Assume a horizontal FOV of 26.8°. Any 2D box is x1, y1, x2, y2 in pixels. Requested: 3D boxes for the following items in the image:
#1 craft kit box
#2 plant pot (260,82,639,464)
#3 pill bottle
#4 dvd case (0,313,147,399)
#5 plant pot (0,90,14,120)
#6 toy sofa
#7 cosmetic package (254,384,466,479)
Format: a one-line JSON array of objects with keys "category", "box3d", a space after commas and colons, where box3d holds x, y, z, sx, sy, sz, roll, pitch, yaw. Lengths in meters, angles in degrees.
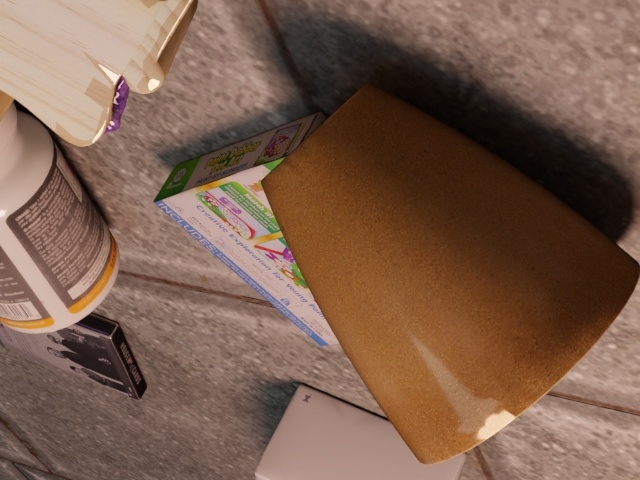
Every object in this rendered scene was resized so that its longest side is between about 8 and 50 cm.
[{"category": "craft kit box", "box3d": [0.000, 0.000, 1.284, 0.250, 0.061, 0.246, 42, 152, -24]}, {"category": "plant pot", "box3d": [0.082, 0.005, 1.072, 0.254, 0.237, 0.237, 48, 150, -4]}, {"category": "pill bottle", "box3d": [-0.331, -0.038, 1.405, 0.162, 0.162, 0.278, 13, 147, 27]}, {"category": "dvd case", "box3d": [-0.365, 0.132, 1.856, 0.238, 0.029, 0.179, 19, 151, 19]}, {"category": "plant pot", "box3d": [-0.395, -0.169, 1.188, 0.207, 0.227, 0.228, 6, 145, 26]}, {"category": "toy sofa", "box3d": [-0.247, -0.237, 0.915, 0.362, 0.150, 0.177, 29, 119, -12]}, {"category": "cosmetic package", "box3d": [0.049, 0.321, 1.683, 0.224, 0.138, 0.225, 21, 150, 14]}]
